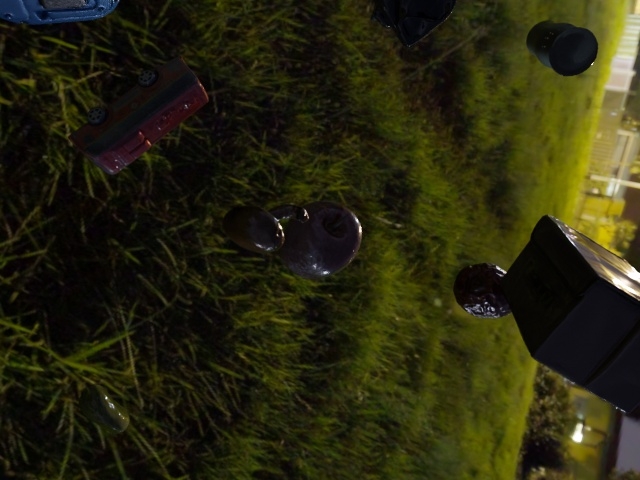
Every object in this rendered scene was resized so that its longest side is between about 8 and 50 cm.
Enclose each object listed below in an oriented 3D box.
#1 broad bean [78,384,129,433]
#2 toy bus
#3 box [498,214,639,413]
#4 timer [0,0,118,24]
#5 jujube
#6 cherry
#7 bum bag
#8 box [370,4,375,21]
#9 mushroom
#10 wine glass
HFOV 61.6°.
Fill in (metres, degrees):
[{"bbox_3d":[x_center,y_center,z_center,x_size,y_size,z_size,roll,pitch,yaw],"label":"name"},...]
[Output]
[{"bbox_3d":[-0.648,0.506,1.615,0.082,0.174,0.124,-48,-168,-4],"label":"broad bean"},{"bbox_3d":[-0.251,-0.173,0.752,0.192,0.077,0.065,-41,158,-7],"label":"toy bus"},{"bbox_3d":[0.399,0.100,0.812,0.153,0.188,0.252,-58,-173,21],"label":"box"},{"bbox_3d":[-0.587,-0.595,1.135,0.340,0.309,0.115,126,-51,-69],"label":"timer"},{"bbox_3d":[0.339,0.108,1.092,0.109,0.112,0.176,-56,144,0],"label":"jujube"},{"bbox_3d":[0.000,0.000,1.506,0.236,0.285,0.213,-6,69,-41],"label":"cherry"},{"bbox_3d":[0.099,-0.420,0.818,0.123,0.248,0.060,-45,-165,8],"label":"bum bag"},{"bbox_3d":[0.154,-0.516,1.165,0.099,0.054,0.074,178,-69,-76],"label":"box"},{"bbox_3d":[-0.076,-0.020,0.783,0.129,0.073,0.088,-10,141,-14],"label":"mushroom"},{"bbox_3d":[0.550,-0.453,1.244,0.231,0.103,0.103,-77,170,-61],"label":"wine glass"}]
